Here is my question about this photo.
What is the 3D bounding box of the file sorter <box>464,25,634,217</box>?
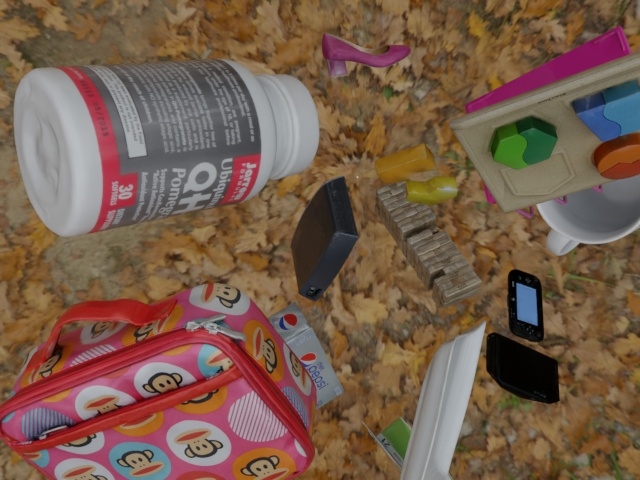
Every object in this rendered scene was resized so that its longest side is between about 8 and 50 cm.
[{"bbox_3d":[0.444,-0.187,1.248,0.291,0.182,0.202,-24,63,35],"label":"file sorter"}]

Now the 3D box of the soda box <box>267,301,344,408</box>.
[{"bbox_3d":[-0.037,0.276,1.666,0.091,0.098,0.286,-31,135,-8],"label":"soda box"}]

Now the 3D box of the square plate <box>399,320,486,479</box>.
[{"bbox_3d":[0.223,0.323,1.310,0.049,0.344,0.346,14,94,21],"label":"square plate"}]

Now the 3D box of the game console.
[{"bbox_3d":[0.515,0.231,1.807,0.213,0.044,0.361,24,53,-22],"label":"game console"}]

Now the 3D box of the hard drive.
[{"bbox_3d":[0.000,0.000,1.481,0.054,0.254,0.171,3,55,-21],"label":"hard drive"}]

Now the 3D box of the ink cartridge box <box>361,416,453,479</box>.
[{"bbox_3d":[0.225,0.541,1.802,0.097,0.255,0.189,-38,49,-7],"label":"ink cartridge box"}]

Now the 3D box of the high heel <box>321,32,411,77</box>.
[{"bbox_3d":[0.122,-0.515,1.871,0.244,0.082,0.117,-14,120,-7],"label":"high heel"}]

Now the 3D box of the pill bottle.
[{"bbox_3d":[-0.163,-0.118,0.813,0.319,0.176,0.176,-15,96,-38],"label":"pill bottle"}]

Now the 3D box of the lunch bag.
[{"bbox_3d":[-0.171,0.163,0.733,0.293,0.120,0.258,-23,120,17],"label":"lunch bag"}]

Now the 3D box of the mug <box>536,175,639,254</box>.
[{"bbox_3d":[0.686,-0.116,1.745,0.276,0.328,0.374,41,121,23],"label":"mug"}]

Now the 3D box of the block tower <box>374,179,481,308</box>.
[{"bbox_3d":[0.235,0.001,1.623,0.097,0.091,0.335,-23,59,-10],"label":"block tower"}]

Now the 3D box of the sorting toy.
[{"bbox_3d":[0.232,-0.088,0.787,0.307,0.229,0.041,-18,60,23],"label":"sorting toy"}]
